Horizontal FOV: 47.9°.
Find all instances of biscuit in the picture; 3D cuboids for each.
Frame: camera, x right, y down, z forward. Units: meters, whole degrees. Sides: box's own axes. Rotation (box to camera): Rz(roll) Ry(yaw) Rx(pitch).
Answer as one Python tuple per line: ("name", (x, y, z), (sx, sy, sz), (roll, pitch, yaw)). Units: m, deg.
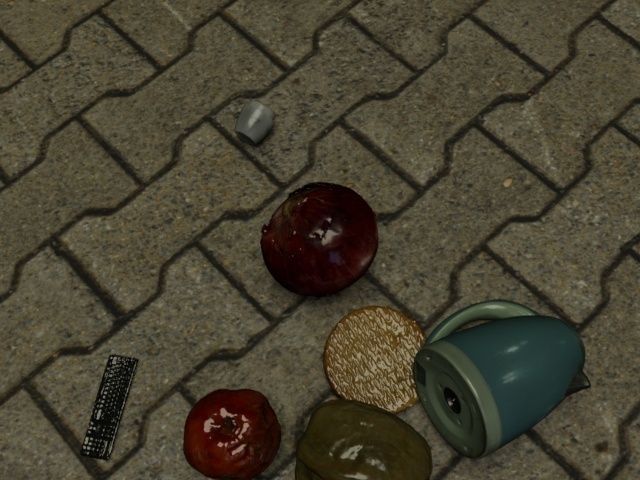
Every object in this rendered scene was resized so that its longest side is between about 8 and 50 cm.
("biscuit", (0.128, 0.268, 1.625), (0.254, 0.035, 0.254), (0, 68, 0))

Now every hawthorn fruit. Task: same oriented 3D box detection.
("hawthorn fruit", (-0.185, 0.392, 1.470), (0.207, 0.243, 0.207), (1, 66, -1))

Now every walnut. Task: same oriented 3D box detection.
("walnut", (0.084, 0.443, 1.446), (0.283, 0.283, 0.227), (12, 97, 6))

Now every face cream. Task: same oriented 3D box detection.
("face cream", (-0.169, -0.301, 1.844), (0.091, 0.091, 0.095), (28, 78, 12))

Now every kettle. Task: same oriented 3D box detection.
("kettle", (0.384, 0.251, 1.540), (0.342, 0.247, 0.319), (-22, 45, -21))

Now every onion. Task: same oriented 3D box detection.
("onion", (0.000, 0.000, 1.638), (0.276, 0.276, 0.276), (0, 67, 1))

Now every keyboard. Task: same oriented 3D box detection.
("keyboard", (-0.472, 0.367, 1.605), (0.072, 0.023, 0.231), (9, 68, 7))
